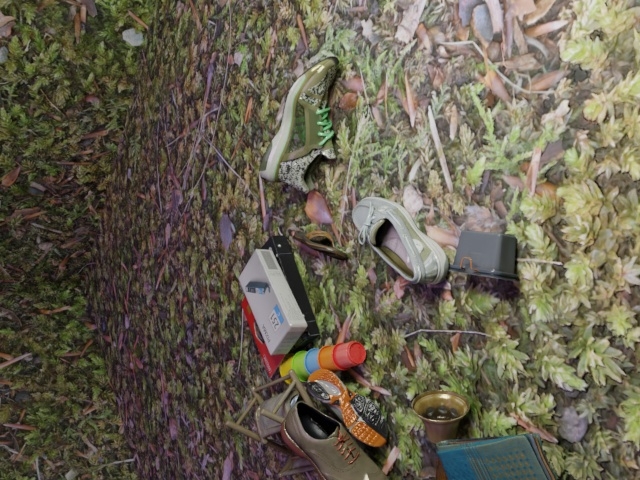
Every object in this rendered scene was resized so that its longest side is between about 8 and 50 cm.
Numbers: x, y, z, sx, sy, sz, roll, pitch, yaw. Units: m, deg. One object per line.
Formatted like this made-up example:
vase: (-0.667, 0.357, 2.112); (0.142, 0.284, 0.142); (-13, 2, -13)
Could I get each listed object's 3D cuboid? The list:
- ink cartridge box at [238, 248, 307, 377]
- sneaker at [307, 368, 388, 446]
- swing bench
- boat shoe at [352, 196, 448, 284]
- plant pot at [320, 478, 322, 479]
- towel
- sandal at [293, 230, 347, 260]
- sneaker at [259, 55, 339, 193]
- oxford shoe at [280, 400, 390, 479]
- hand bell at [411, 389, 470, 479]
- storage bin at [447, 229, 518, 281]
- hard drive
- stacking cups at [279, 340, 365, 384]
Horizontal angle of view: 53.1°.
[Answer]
ink cartridge box: (-0.171, 0.219, 1.912); (0.261, 0.066, 0.296); (-58, 45, 34)
sneaker: (0.081, 0.450, 1.707); (0.262, 0.099, 0.121); (40, 166, 27)
swing bench: (-0.098, 0.542, 1.864); (0.255, 0.165, 0.253); (46, 140, -8)
boat shoe: (0.167, -0.004, 1.517); (0.320, 0.103, 0.118); (49, 130, 40)
plant pot: (0.071, 0.686, 1.720); (0.134, 0.095, 0.134); (5, 97, 54)
towel: (0.392, 0.554, 1.247); (0.271, 0.040, 0.370); (-31, 82, 52)
sandal: (0.000, 0.000, 1.791); (0.219, 0.090, 0.060); (29, 94, 58)
sneaker: (-0.012, -0.303, 1.759); (0.182, 0.158, 0.411); (33, 123, 12)
oxford shoe: (0.046, 0.546, 1.627); (0.348, 0.123, 0.130); (32, 136, 15)
hand bell: (0.273, 0.472, 1.434); (0.126, 0.126, 0.242); (19, 120, 52)
storage bin: (0.332, 0.028, 1.307); (0.135, 0.098, 0.091); (6, 88, 54)
hard drive: (-0.128, 0.185, 1.984); (0.237, 0.064, 0.339); (-47, 56, 46)
stacking cups: (0.007, 0.346, 1.790); (0.316, 0.096, 0.096); (-23, 74, 51)
